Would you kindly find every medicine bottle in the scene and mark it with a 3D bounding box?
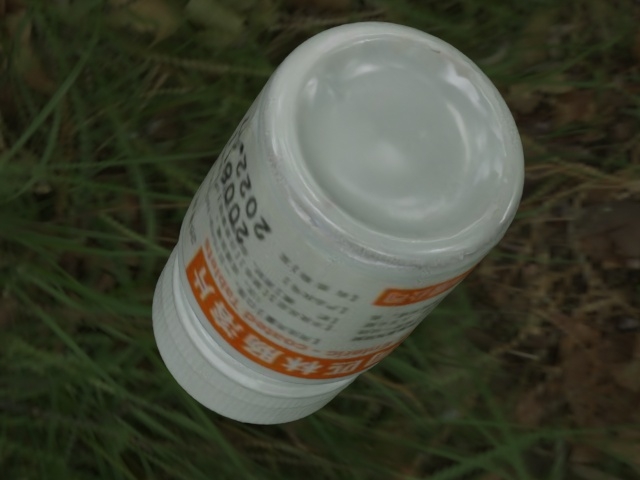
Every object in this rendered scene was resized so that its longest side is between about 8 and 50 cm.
[{"bbox_3d":[0.000,0.000,1.557,0.211,0.371,0.211,8,63,-17],"label":"medicine bottle"}]
